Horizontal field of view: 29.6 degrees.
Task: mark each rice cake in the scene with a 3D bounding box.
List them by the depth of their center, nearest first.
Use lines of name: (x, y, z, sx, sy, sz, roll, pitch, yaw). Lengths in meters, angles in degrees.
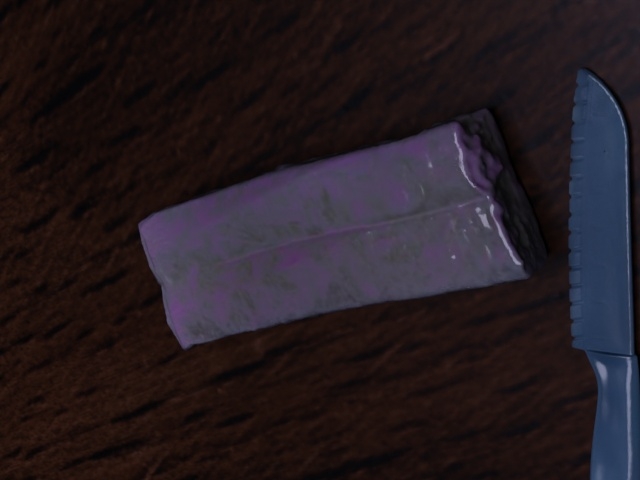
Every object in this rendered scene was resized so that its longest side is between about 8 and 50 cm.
rice cake: (0.000, -0.002, 0.785, 0.298, 0.050, 0.106, -15, 96, 39)

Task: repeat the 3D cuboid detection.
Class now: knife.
knife: (0.167, 0.056, 0.706, 0.044, 0.019, 0.313, 6, 106, 38)
